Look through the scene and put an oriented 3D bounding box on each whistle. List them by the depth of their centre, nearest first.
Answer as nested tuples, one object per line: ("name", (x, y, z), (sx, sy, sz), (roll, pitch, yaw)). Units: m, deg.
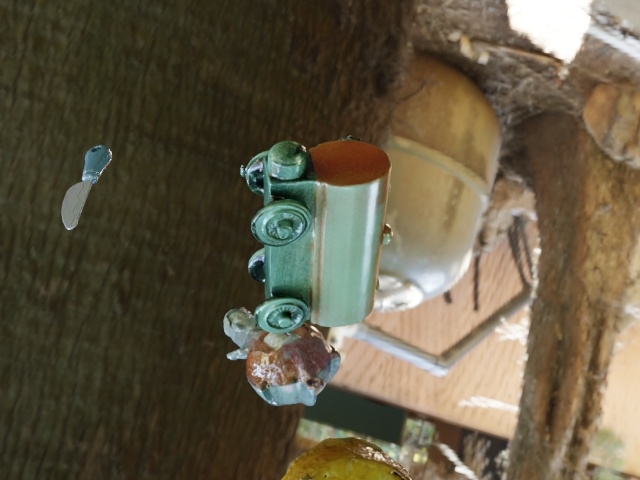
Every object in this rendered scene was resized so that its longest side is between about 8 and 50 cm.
("whistle", (-0.079, 0.187, 1.504), (0.134, 0.142, 0.346), (53, 167, -28))

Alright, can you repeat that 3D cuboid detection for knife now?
("knife", (-0.444, -0.098, 1.654), (0.058, 0.244, 0.032), (-4, 131, 13))

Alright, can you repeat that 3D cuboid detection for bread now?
("bread", (0.074, 0.653, 2.032), (0.397, 0.398, 0.215), (19, 171, -7))

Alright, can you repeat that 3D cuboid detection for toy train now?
("toy train", (0.000, 0.000, 1.053), (0.177, 0.116, 0.286), (-6, 134, -8))
